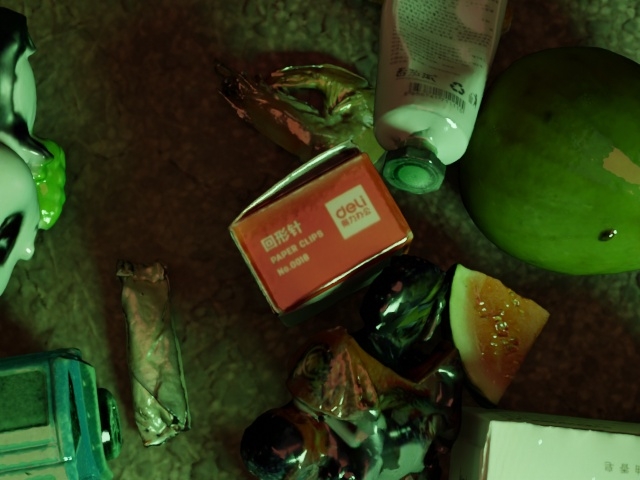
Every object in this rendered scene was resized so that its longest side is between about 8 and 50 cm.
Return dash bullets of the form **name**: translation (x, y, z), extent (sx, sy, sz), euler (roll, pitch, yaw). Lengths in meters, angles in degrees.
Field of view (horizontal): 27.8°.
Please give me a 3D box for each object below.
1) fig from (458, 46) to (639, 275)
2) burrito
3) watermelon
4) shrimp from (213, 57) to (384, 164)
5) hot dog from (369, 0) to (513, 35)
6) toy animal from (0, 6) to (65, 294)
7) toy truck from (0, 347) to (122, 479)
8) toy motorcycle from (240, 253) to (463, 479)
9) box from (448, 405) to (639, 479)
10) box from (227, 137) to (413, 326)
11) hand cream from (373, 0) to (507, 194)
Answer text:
- **fig**: translation (0.231, -0.055, 1.098), extent (0.203, 0.225, 0.203), euler (-11, 122, -19)
- **burrito**: translation (-0.152, 0.100, 1.171), extent (0.051, 0.042, 0.171), euler (-8, 83, -5)
- **watermelon**: translation (0.156, 0.075, 1.133), extent (0.094, 0.135, 0.125), euler (-22, 85, 16)
- **shrimp**: translation (-0.019, -0.127, 1.191), extent (0.180, 0.041, 0.099), euler (27, 84, 1)
- **hot dog**: translation (0.073, -0.232, 1.199), extent (0.215, 0.047, 0.066), euler (22, 49, -1)
- **toy animal**: translation (-0.322, -0.063, 1.098), extent (0.212, 0.212, 0.267), euler (-11, 81, -2)
- **toy truck**: translation (-0.245, 0.236, 1.100), extent (0.155, 0.156, 0.279), euler (-9, 85, -2)
- **toy motorcycle**: translation (0.029, 0.211, 1.091), extent (0.207, 0.401, 0.134), euler (-29, 43, -34)
- **box**: translation (0.249, 0.207, 1.097), extent (0.260, 0.194, 0.111), euler (4, 85, -1)
- **box**: translation (0.000, 0.000, 1.111), extent (0.133, 0.182, 0.099), euler (-31, 82, -1)
- **hand cream**: translation (0.106, -0.187, 1.128), extent (0.121, 0.076, 0.336), euler (19, 56, -8)
